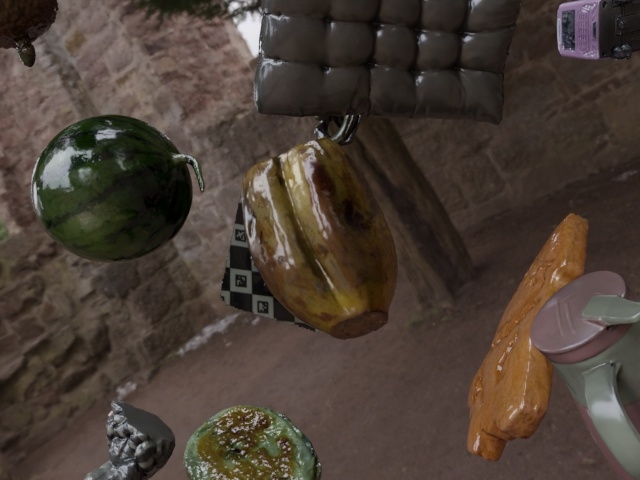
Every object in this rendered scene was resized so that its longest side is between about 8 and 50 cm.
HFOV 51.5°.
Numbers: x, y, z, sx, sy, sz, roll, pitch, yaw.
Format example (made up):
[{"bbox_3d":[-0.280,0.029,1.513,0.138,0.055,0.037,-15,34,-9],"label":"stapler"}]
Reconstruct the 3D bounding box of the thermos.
[{"bbox_3d":[0.288,0.149,0.549,0.146,0.265,0.176,-38,15,32],"label":"thermos"}]

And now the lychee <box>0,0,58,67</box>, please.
[{"bbox_3d":[-0.343,-0.260,0.715,0.114,0.146,0.114,-25,2,1],"label":"lychee"}]

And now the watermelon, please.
[{"bbox_3d":[-0.249,-0.070,0.833,0.214,0.188,0.188,-28,6,15],"label":"watermelon"}]

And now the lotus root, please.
[{"bbox_3d":[-0.005,0.000,0.920,0.193,0.291,0.193,-24,-15,-7],"label":"lotus root"}]

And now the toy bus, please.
[{"bbox_3d":[0.462,-0.334,1.009,0.199,0.096,0.108,-19,23,-24],"label":"toy bus"}]

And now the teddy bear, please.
[{"bbox_3d":[-0.370,0.454,1.272,0.171,0.251,0.144,13,-10,31],"label":"teddy bear"}]

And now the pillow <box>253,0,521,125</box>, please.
[{"bbox_3d":[0.087,-0.256,0.778,0.326,0.228,0.101,0,20,-15],"label":"pillow"}]

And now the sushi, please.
[{"bbox_3d":[-0.062,0.029,1.113,0.040,0.192,0.210,-30,47,50],"label":"sushi"}]

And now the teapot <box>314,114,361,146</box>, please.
[{"bbox_3d":[0.019,-0.285,1.201,0.173,0.269,0.182,13,-21,-38],"label":"teapot"}]

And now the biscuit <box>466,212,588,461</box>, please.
[{"bbox_3d":[0.239,0.106,0.779,0.284,0.043,0.306,69,-135,-79],"label":"biscuit"}]

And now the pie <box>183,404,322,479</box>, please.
[{"bbox_3d":[-0.146,0.467,1.413,0.302,0.067,0.302,5,29,-3],"label":"pie"}]
